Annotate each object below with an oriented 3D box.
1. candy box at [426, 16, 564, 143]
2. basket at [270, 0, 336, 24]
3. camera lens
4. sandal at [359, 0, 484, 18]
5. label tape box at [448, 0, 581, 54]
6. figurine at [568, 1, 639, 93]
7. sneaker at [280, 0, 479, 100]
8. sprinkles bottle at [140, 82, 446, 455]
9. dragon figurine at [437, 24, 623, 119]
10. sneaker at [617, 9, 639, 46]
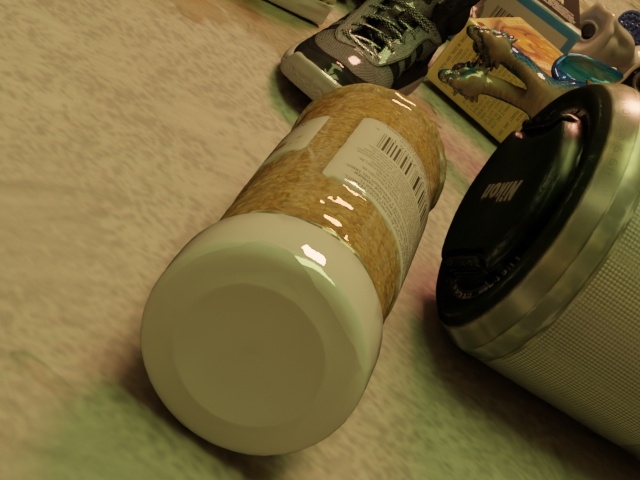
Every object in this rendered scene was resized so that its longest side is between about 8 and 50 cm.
[{"bbox_3d":[0.280,-0.112,1.521,0.316,0.087,0.183,43,24,13],"label":"candy box"},{"bbox_3d":[-0.034,-0.318,1.440,0.113,0.103,0.167,21,29,-32],"label":"basket"},{"bbox_3d":[0.238,0.036,1.012,0.274,0.219,0.219,32,23,-12],"label":"camera lens"},{"bbox_3d":[0.080,-0.304,1.609,0.120,0.086,0.303,5,28,-38],"label":"sandal"},{"bbox_3d":[0.213,-0.338,1.831,0.241,0.106,0.333,35,23,-6],"label":"label tape box"},{"bbox_3d":[0.470,-0.236,2.053,0.209,0.092,0.215,23,25,-49],"label":"figurine"},{"bbox_3d":[0.062,-0.199,1.288,0.101,0.153,0.268,40,23,7],"label":"sneaker"},{"bbox_3d":[0.000,0.000,0.865,0.121,0.121,0.355,36,22,-2],"label":"sprinkles bottle"},{"bbox_3d":[0.256,-0.127,1.357,0.289,0.085,0.144,16,22,-26],"label":"dragon figurine"},{"bbox_3d":[0.555,-0.271,2.241,0.090,0.081,0.232,13,40,-50],"label":"sneaker"}]
